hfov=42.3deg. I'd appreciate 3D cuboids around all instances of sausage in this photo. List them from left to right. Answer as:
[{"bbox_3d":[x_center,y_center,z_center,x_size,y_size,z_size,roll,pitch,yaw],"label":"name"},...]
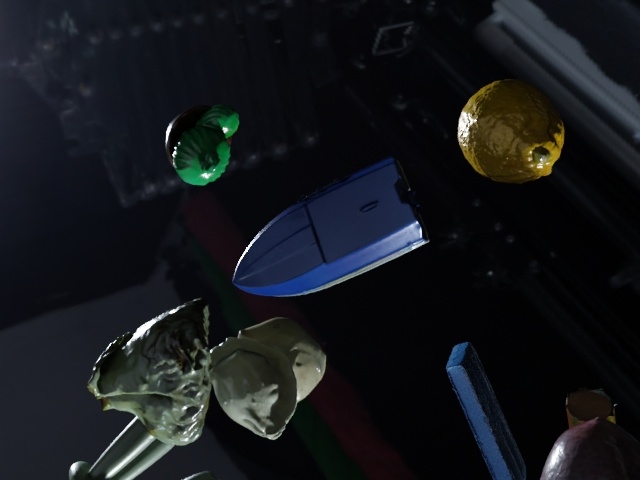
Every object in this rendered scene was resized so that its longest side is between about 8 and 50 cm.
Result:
[{"bbox_3d":[0.459,0.403,1.354,0.082,0.082,0.371,28,-39,51],"label":"sausage"}]

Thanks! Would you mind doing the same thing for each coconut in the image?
[{"bbox_3d":[-0.103,0.270,1.896,0.224,0.224,0.224,37,-43,45],"label":"coconut"}]

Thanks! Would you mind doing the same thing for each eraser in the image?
[{"bbox_3d":[0.339,0.366,1.675,0.042,0.144,0.312,-22,-85,21],"label":"eraser"}]

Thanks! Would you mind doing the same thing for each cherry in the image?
[{"bbox_3d":[0.390,0.374,1.129,0.183,0.213,0.266,-4,-95,25],"label":"cherry"}]

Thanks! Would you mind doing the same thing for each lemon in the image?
[{"bbox_3d":[0.265,-0.148,1.147,0.187,0.142,0.142,-114,-162,-62],"label":"lemon"}]

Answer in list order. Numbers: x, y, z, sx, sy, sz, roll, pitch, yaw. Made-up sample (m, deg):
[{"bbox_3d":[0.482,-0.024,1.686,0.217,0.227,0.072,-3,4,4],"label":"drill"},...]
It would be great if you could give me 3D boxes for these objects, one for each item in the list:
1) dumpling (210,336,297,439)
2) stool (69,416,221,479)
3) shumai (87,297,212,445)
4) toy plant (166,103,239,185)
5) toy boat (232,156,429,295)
[{"bbox_3d":[-0.116,0.256,1.494,0.181,0.155,0.111,54,-26,-8],"label":"dumpling"},{"bbox_3d":[-0.285,0.403,1.384,0.195,0.198,0.195,51,-15,18],"label":"stool"},{"bbox_3d":[-0.208,0.145,1.004,0.184,0.142,0.184,-177,-90,-75],"label":"shumai"},{"bbox_3d":[-0.189,-0.161,1.352,0.105,0.143,0.200,37,-1,-34],"label":"toy plant"},{"bbox_3d":[0.000,0.000,1.136,0.295,0.088,0.129,-26,-108,21],"label":"toy boat"}]
